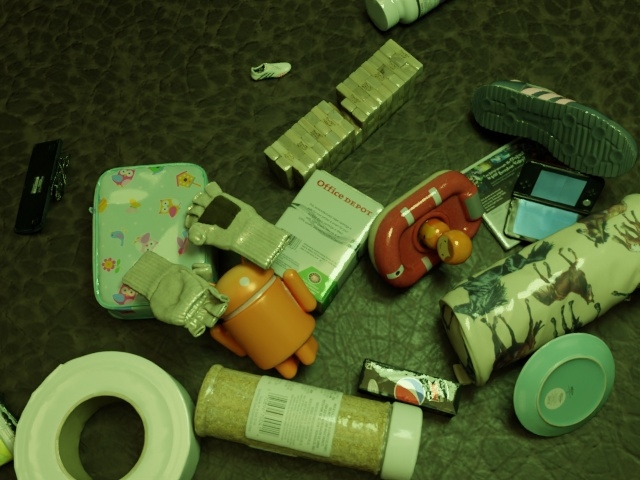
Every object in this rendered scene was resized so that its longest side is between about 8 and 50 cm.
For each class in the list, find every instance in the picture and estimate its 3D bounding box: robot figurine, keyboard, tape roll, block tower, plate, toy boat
[{"bbox_3d":[-0.097,0.127,1.191,0.219,0.158,0.128,51,52,-8],"label":"robot figurine"},{"bbox_3d":[-0.525,-0.102,1.368,0.100,0.038,0.192,-5,69,25],"label":"keyboard"},{"bbox_3d":[-0.343,0.328,1.162,0.286,0.100,0.286,-1,70,2],"label":"tape roll"},{"bbox_3d":[0.048,-0.231,1.356,0.335,0.097,0.091,-43,74,-11],"label":"block tower"},{"bbox_3d":[0.398,0.238,1.143,0.188,0.024,0.188,-6,111,-16],"label":"plate"},{"bbox_3d":[0.199,-0.006,1.218,0.231,0.151,0.151,-36,36,-10],"label":"toy boat"}]

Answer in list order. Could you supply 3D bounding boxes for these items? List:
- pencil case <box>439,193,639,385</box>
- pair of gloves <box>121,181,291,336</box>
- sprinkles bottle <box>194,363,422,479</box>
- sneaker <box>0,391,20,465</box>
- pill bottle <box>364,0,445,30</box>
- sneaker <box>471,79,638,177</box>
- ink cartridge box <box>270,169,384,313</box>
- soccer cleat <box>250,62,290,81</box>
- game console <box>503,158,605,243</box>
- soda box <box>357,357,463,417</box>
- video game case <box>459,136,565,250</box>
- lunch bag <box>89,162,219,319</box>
[{"bbox_3d":[0.388,0.088,1.183,0.410,0.184,0.160,-27,30,-4],"label":"pencil case"},{"bbox_3d":[-0.191,0.027,1.150,0.204,0.042,0.240,34,74,33],"label":"pair of gloves"},{"bbox_3d":[-0.019,0.293,1.150,0.355,0.121,0.121,11,71,6],"label":"sprinkles bottle"},{"bbox_3d":[-0.580,0.294,1.193,0.094,0.081,0.208,-40,73,-8],"label":"sneaker"},{"bbox_3d":[0.190,-0.509,1.442,0.193,0.108,0.108,-34,72,-10],"label":"pill bottle"},{"bbox_3d":[0.437,-0.219,1.284,0.131,0.112,0.319,-24,47,-39],"label":"sneaker"},{"bbox_3d":[0.000,0.000,1.274,0.153,0.087,0.208,33,75,14],"label":"ink cartridge box"},{"bbox_3d":[-0.100,-0.344,1.431,0.083,0.036,0.029,-13,70,-3],"label":"soccer cleat"},{"bbox_3d":[0.414,-0.060,1.262,0.143,0.124,0.085,15,47,6],"label":"game console"},{"bbox_3d":[0.148,0.248,1.192,0.168,0.060,0.053,14,72,7],"label":"soda box"},{"bbox_3d":[0.373,-0.097,1.332,0.190,0.022,0.173,-31,72,-8],"label":"video game case"},{"bbox_3d":[-0.299,-0.002,1.276,0.223,0.108,0.279,-6,70,1],"label":"lunch bag"}]
